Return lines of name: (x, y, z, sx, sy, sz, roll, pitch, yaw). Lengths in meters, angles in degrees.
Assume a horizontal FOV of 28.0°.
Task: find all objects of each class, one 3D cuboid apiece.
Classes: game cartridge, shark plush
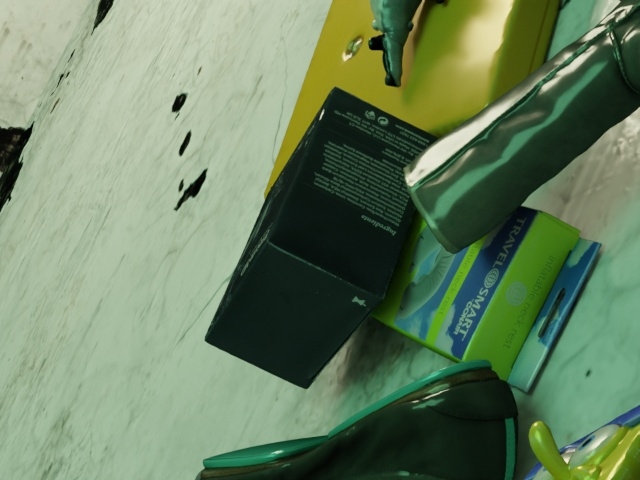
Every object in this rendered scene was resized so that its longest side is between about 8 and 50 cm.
game cartridge: (0.089, -0.176, 1.090, 0.323, 0.052, 0.285, -16, 51, 56)
shark plush: (0.071, -0.204, 1.035, 0.067, 0.073, 0.161, 4, 58, 29)

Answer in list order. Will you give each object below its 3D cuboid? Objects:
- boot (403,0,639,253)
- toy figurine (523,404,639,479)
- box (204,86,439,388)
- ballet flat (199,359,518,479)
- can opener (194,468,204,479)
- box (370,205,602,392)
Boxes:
boot: (0.148, -0.067, 0.751, 0.208, 0.076, 0.189, -33, 16, 8)
toy figurine: (0.126, 0.176, 0.590, 0.217, 0.191, 0.362, -42, -3, -44)
box: (0.000, 0.000, 0.952, 0.156, 0.093, 0.158, -55, 11, 52)
ballet flat: (0.015, 0.157, 0.817, 0.280, 0.095, 0.096, -29, 71, 47)
can opener: (-0.046, 0.276, 0.870, 0.095, 0.076, 0.283, -15, 42, 16)
box: (0.101, 0.026, 0.850, 0.109, 0.042, 0.178, -63, 23, -2)
